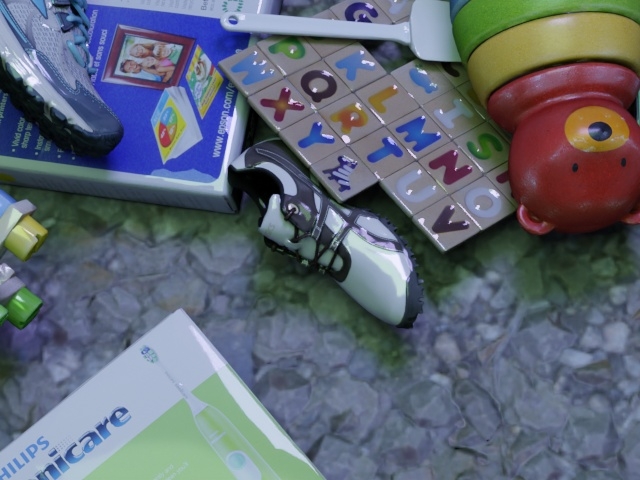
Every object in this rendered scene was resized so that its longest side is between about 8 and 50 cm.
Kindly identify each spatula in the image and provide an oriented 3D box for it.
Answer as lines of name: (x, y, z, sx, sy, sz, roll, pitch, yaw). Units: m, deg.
spatula: (0.032, -0.224, 1.595, 0.242, 0.019, 0.168, 3, 69, -16)

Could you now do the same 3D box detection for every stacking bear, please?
stacking bear: (0.185, -0.146, 1.511, 0.175, 0.164, 0.289, -3, 72, -15)

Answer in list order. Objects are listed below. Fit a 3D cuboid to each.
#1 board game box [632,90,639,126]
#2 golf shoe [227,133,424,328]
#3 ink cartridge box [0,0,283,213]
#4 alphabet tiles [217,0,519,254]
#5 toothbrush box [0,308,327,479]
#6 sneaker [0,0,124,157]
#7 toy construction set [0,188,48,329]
board game box: (0.357, -0.185, 1.573, 0.213, 0.046, 0.317, -1, 70, 6)
golf shoe: (0.000, 0.000, 1.515, 0.094, 0.077, 0.198, -19, 58, -35)
ink cartridge box: (-0.190, -0.187, 1.626, 0.307, 0.072, 0.304, 8, 72, 11)
alphabet tiles: (0.065, -0.098, 1.551, 0.198, 0.009, 0.237, -29, 67, -31)
toothbrush box: (-0.088, 0.228, 1.430, 0.206, 0.122, 0.283, -40, 71, -8)
sneaker: (-0.228, -0.192, 1.542, 0.122, 0.110, 0.283, -35, 71, -9)
toy construction set: (-0.340, 0.090, 1.451, 0.327, 0.215, 0.151, -36, 85, -11)
